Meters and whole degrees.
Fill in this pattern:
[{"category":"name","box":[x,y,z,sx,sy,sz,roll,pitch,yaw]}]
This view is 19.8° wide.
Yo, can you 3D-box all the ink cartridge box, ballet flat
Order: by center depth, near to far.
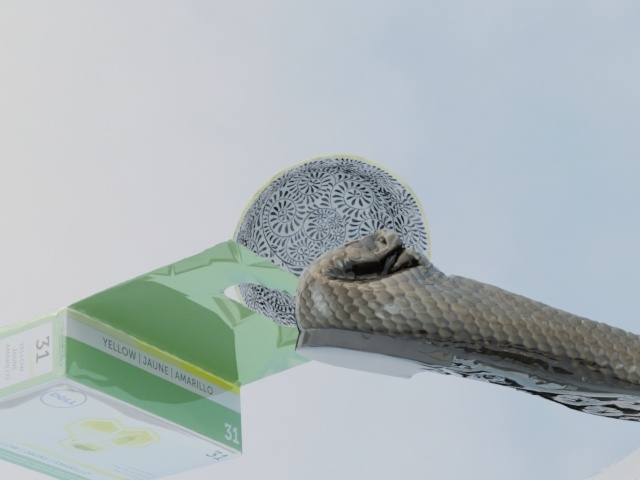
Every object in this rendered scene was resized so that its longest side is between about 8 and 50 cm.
[{"category":"ballet flat","box":[0.105,0.041,0.798,0.249,0.058,0.084,12,-14,-20]},{"category":"ink cartridge box","box":[-0.097,0.083,1.089,0.235,0.171,0.056,-18,-120,30]}]

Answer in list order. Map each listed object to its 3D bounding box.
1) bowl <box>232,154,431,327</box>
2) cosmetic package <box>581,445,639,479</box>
[{"category":"bowl","box":[0.000,0.000,1.532,0.170,0.080,0.170,-5,-71,-14]},{"category":"cosmetic package","box":[0.231,0.295,1.480,0.155,0.197,0.365,44,-33,3]}]
